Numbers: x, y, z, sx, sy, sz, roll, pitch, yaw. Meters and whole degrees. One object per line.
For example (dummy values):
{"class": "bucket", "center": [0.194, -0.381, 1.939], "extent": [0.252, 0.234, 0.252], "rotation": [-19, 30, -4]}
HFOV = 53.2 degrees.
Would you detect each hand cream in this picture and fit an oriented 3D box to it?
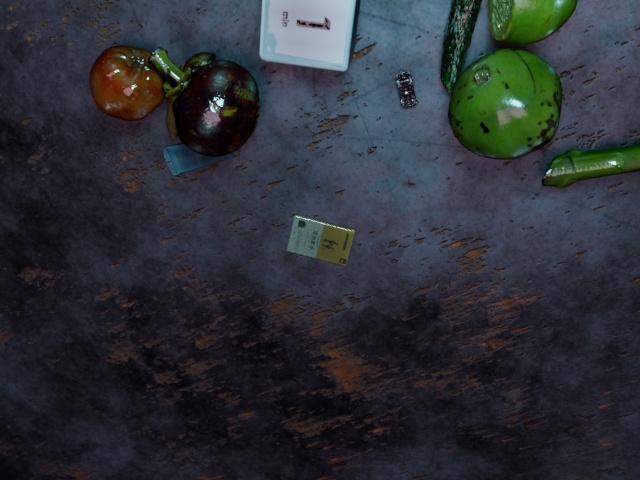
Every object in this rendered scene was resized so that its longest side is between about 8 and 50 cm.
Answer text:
{"class": "hand cream", "center": [-0.307, -0.226, 1.681], "extent": [0.224, 0.048, 0.083], "rotation": [-8, 118, 20]}

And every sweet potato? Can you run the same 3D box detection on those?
{"class": "sweet potato", "center": [-0.360, -0.352, 1.605], "extent": [0.065, 0.051, 0.219], "rotation": [19, 120, -6]}

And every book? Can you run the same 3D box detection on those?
{"class": "book", "center": [0.000, 0.000, 1.777], "extent": [0.172, 0.012, 0.118], "rotation": [14, 121, 0]}

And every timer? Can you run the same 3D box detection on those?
{"class": "timer", "center": [-0.017, -0.494, 1.392], "extent": [0.194, 0.192, 0.195], "rotation": [8, 120, 4]}

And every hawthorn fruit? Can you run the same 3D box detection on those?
{"class": "hawthorn fruit", "center": [-0.473, -0.368, 1.549], "extent": [0.179, 0.179, 0.200], "rotation": [38, 130, -13]}

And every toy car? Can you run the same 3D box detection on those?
{"class": "toy car", "center": [0.206, -0.362, 1.531], "extent": [0.041, 0.025, 0.093], "rotation": [-9, 121, 12]}

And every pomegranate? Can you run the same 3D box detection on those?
{"class": "pomegranate", "center": [0.420, -0.290, 1.427], "extent": [0.254, 0.254, 0.270], "rotation": [-32, 126, 23]}
{"class": "pomegranate", "center": [0.442, -0.530, 1.318], "extent": [0.159, 0.190, 0.241], "rotation": [-6, 103, -1]}

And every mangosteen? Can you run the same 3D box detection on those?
{"class": "mangosteen", "center": [-0.280, -0.331, 1.499], "extent": [0.289, 0.231, 0.231], "rotation": [28, 120, -17]}

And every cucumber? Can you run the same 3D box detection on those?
{"class": "cucumber", "center": [0.312, -0.473, 1.431], "extent": [0.067, 0.068, 0.294], "rotation": [11, 123, 2]}

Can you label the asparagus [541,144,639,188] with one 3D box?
{"class": "asparagus", "center": [0.700, -0.187, 1.528], "extent": [0.342, 0.085, 0.082], "rotation": [-10, 121, 12]}
